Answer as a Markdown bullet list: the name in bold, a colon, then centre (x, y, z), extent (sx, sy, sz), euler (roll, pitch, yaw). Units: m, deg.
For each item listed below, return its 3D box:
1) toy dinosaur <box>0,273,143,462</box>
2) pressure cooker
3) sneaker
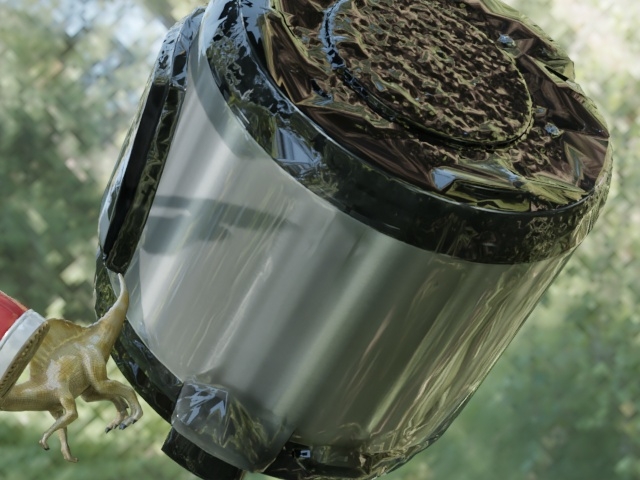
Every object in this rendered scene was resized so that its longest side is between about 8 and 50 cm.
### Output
- **toy dinosaur**: centre (-0.160, 0.089, 1.261), extent (0.053, 0.092, 0.183), euler (-27, 9, 45)
- **pressure cooker**: centre (0.005, 0.004, 1.575), extent (0.370, 0.375, 0.420), euler (-5, -41, -36)
- **sneaker**: centre (-0.182, 0.059, 0.893), extent (0.118, 0.067, 0.042), euler (-52, -1, 34)
